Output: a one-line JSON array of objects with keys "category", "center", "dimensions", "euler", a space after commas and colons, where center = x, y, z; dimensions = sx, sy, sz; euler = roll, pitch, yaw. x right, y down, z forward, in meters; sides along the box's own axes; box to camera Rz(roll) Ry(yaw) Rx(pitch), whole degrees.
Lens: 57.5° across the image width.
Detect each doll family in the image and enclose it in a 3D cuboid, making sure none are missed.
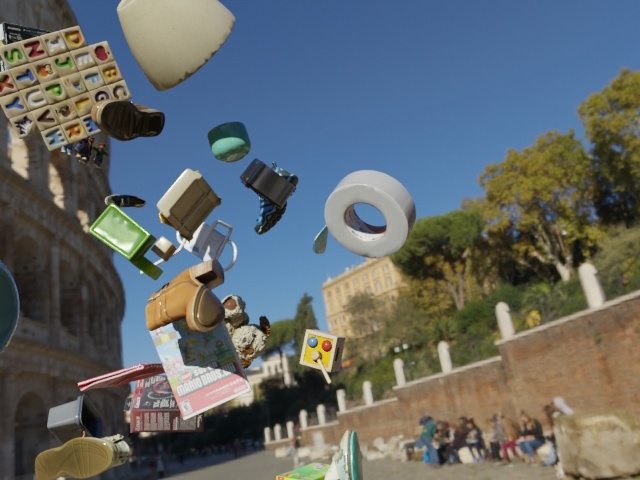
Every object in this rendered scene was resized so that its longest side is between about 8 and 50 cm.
[{"category": "doll family", "center": [-0.845, -0.339, 2.080], "dimensions": [0.076, 0.111, 0.193], "euler": [6, -12, 19]}]

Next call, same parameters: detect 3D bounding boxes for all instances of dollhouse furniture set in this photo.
[{"category": "dollhouse furniture set", "center": [-0.439, -0.070, 1.593], "dimensions": [0.301, 0.151, 0.197], "euler": [-53, -18, -12]}]

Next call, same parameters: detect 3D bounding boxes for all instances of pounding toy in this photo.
[{"category": "pounding toy", "center": [0.007, 0.362, 1.827], "dimensions": [0.130, 0.141, 0.100], "euler": [9, -5, 27]}]

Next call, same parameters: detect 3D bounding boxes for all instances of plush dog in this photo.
[{"category": "plush dog", "center": [-0.308, 0.359, 2.178], "dimensions": [0.225, 0.262, 0.210], "euler": [31, -9, 2]}]

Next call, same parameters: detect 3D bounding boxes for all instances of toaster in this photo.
[{"category": "toaster", "center": [-0.198, -0.209, 2.153], "dimensions": [0.168, 0.110, 0.186], "euler": [35, 2, -22]}]

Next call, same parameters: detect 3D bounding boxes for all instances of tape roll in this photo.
[{"category": "tape roll", "center": [0.122, -0.063, 1.452], "dimensions": [0.219, 0.219, 0.072], "euler": [-25, 20, 40]}]

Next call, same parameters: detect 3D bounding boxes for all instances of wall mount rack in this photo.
[{"category": "wall mount rack", "center": [-0.463, 0.038, 2.046], "dimensions": [0.350, 0.304, 0.130], "euler": [28, 1, 39]}]

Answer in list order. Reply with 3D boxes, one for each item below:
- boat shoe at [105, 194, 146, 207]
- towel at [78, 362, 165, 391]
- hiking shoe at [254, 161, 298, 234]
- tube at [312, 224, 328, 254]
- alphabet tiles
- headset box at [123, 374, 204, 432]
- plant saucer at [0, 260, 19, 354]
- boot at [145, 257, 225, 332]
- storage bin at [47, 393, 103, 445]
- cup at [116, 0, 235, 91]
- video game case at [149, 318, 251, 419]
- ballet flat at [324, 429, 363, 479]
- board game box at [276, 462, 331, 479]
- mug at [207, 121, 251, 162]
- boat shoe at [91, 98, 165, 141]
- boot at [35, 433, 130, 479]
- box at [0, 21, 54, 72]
[{"category": "boat shoe", "center": [-0.749, -0.154, 2.252], "dimensions": [0.152, 0.056, 0.049], "euler": [-1, -10, -34]}, {"category": "towel", "center": [-0.572, 0.405, 1.741], "dimensions": [0.199, 0.031, 0.275], "euler": [-17, -11, -1]}, {"category": "hiking shoe", "center": [-0.208, -0.168, 2.428], "dimensions": [0.304, 0.132, 0.113], "euler": [-59, -13, 17]}, {"category": "tube", "center": [0.000, 0.000, 2.193], "dimensions": [0.052, 0.080, 0.207], "euler": [31, -16, 7]}, {"category": "alphabet tiles", "center": [-0.701, -0.418, 1.598], "dimensions": [0.342, 0.285, 0.011], "euler": [-34, 23, -35]}, {"category": "headset box", "center": [-0.589, 0.616, 2.215], "dimensions": [0.293, 0.110, 0.218], "euler": [3, 22, -12]}, {"category": "plant saucer", "center": [-0.835, 0.166, 1.383], "dimensions": [0.044, 0.317, 0.317], "euler": [-2, -14, 20]}, {"category": "boot", "center": [-0.361, 0.172, 1.484], "dimensions": [0.220, 0.283, 0.109], "euler": [-28, -56, 12]}, {"category": "storage bin", "center": [-0.613, 0.463, 1.453], "dimensions": [0.091, 0.098, 0.135], "euler": [-13, -45, -3]}, {"category": "cup", "center": [-0.453, -0.646, 1.724], "dimensions": [0.331, 0.331, 0.237], "euler": [-20, -48, 30]}, {"category": "video game case", "center": [-0.343, 0.334, 1.656], "dimensions": [0.204, 0.285, 0.025], "euler": [-22, -7, -9]}, {"category": "ballet flat", "center": [0.053, 0.488, 1.136], "dimensions": [0.079, 0.221, 0.077], "euler": [-19, -21, 17]}, {"category": "board game box", "center": [-0.024, 0.606, 1.474], "dimensions": [0.092, 0.043, 0.181], "euler": [-4, -10, 30]}, {"category": "mug", "center": [-0.287, -0.308, 1.896], "dimensions": [0.129, 0.097, 0.158], "euler": [-21, -11, 9]}, {"category": "boat shoe", "center": [-0.563, -0.343, 1.647], "dimensions": [0.104, 0.110, 0.307], "euler": [20, 8, 11]}, {"category": "boot", "center": [-0.454, 0.441, 1.204], "dimensions": [0.213, 0.077, 0.165], "euler": [-20, -18, 26]}, {"category": "box", "center": [-0.867, -0.557, 1.791], "dimensions": [0.051, 0.175, 0.220], "euler": [-4, 4, 33]}]
